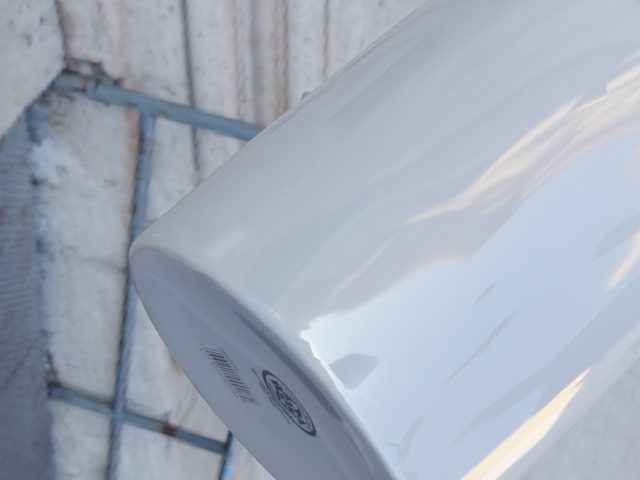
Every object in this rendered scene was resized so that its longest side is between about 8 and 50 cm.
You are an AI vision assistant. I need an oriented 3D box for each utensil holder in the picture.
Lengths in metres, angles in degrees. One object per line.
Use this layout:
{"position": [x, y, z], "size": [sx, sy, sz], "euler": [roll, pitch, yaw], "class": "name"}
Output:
{"position": [0.101, 0.003, 0.835], "size": [0.385, 0.327, 0.327], "euler": [-41, 153, -22], "class": "utensil holder"}

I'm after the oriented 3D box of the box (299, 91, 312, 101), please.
{"position": [0.000, 0.000, 1.095], "size": [0.094, 0.113, 0.275], "euler": [18, -93, 60], "class": "box"}
